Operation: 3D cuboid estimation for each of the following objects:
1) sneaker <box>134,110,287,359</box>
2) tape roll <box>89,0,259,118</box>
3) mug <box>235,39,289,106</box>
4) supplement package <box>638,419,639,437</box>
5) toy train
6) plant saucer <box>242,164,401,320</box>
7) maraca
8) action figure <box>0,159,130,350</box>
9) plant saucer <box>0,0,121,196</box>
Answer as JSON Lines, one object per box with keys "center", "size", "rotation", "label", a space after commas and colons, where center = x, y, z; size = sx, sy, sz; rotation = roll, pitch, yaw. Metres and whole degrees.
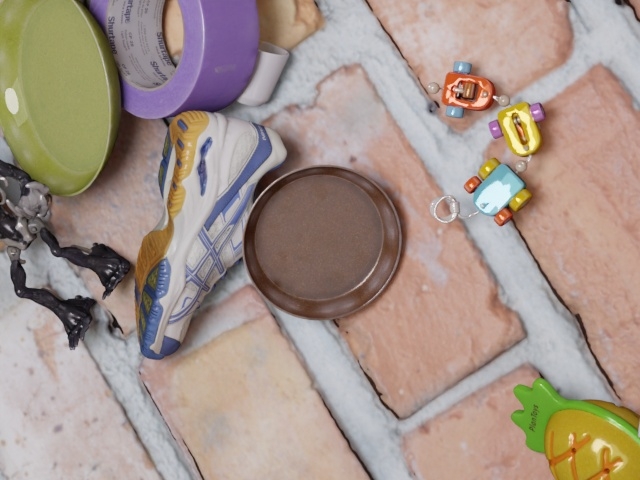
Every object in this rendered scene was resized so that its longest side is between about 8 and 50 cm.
{"center": [-0.117, 0.007, 1.713], "size": [0.112, 0.131, 0.296], "rotation": [-117, 38, -52], "label": "sneaker"}
{"center": [-0.157, -0.225, 1.698], "size": [0.189, 0.080, 0.189], "rotation": [10, 105, 44], "label": "tape roll"}
{"center": [-0.076, -0.182, 1.725], "size": [0.078, 0.062, 0.064], "rotation": [36, 116, 48], "label": "mug"}
{"center": [0.411, 0.087, 1.502], "size": [0.194, 0.149, 0.203], "rotation": [5, 94, 19], "label": "supplement package"}
{"center": [0.168, -0.096, 1.642], "size": [0.125, 0.046, 0.166], "rotation": [6, 91, 21], "label": "toy train"}
{"center": [0.000, 0.000, 1.681], "size": [0.168, 0.029, 0.168], "rotation": [-2, 105, -9], "label": "plant saucer"}
{"center": [0.266, 0.205, 1.586], "size": [0.185, 0.099, 0.127], "rotation": [31, 139, 28], "label": "maraca"}
{"center": [-0.344, -0.008, 1.732], "size": [0.275, 0.141, 0.164], "rotation": [36, 100, -16], "label": "action figure"}
{"center": [-0.286, -0.169, 1.761], "size": [0.241, 0.037, 0.241], "rotation": [18, 115, 45], "label": "plant saucer"}
